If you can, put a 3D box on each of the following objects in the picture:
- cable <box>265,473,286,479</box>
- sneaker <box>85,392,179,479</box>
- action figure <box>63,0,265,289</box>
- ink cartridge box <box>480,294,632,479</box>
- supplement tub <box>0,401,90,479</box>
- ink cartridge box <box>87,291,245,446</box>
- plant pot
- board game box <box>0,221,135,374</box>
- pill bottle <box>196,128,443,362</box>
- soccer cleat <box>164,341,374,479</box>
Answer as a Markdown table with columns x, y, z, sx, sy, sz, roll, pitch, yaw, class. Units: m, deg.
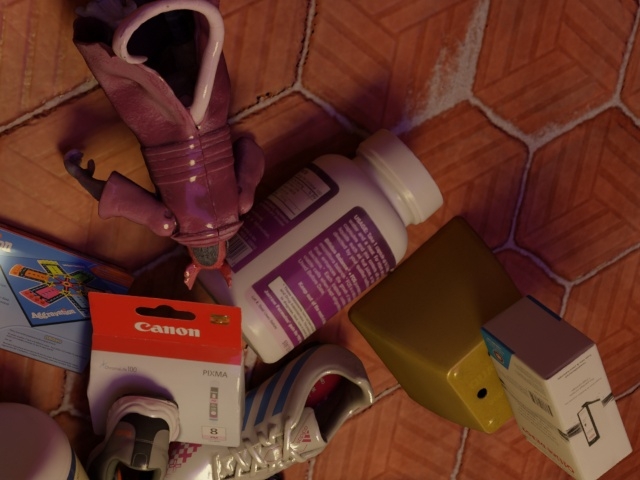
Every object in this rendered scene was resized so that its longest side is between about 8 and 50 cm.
| x | y | z | sx | sy | sz | roll | pitch | yaw | class |
| --- | --- | --- | --- | --- | --- | --- | --- | --- | --- |
| -0.119 | 0.387 | 2.024 | 0.150 | 0.047 | 0.184 | 13 | 110 | -28 | cable |
| -0.242 | 0.296 | 1.804 | 0.100 | 0.108 | 0.271 | 11 | 141 | -8 | sneaker |
| -0.136 | -0.113 | 1.629 | 0.248 | 0.276 | 0.370 | -22 | 109 | -25 | action figure |
| 0.302 | 0.192 | 1.856 | 0.086 | 0.148 | 0.203 | -35 | 127 | -12 | ink cartridge box |
| -0.363 | 0.384 | 1.758 | 0.235 | 0.235 | 0.325 | -29 | 125 | -14 | supplement tub |
| -0.188 | 0.162 | 1.761 | 0.189 | 0.066 | 0.232 | 5 | 144 | 2 | ink cartridge box |
| 0.205 | 0.136 | 1.985 | 0.212 | 0.187 | 0.212 | -41 | 127 | -5 | plant pot |
| -0.371 | 0.057 | 1.718 | 0.281 | 0.027 | 0.145 | 23 | 102 | -36 | board game box |
| 0.000 | 0.000 | 1.810 | 0.301 | 0.169 | 0.169 | -38 | 127 | -7 | pill bottle |
| -0.075 | 0.258 | 1.912 | 0.331 | 0.143 | 0.116 | -39 | 121 | -8 | soccer cleat |
